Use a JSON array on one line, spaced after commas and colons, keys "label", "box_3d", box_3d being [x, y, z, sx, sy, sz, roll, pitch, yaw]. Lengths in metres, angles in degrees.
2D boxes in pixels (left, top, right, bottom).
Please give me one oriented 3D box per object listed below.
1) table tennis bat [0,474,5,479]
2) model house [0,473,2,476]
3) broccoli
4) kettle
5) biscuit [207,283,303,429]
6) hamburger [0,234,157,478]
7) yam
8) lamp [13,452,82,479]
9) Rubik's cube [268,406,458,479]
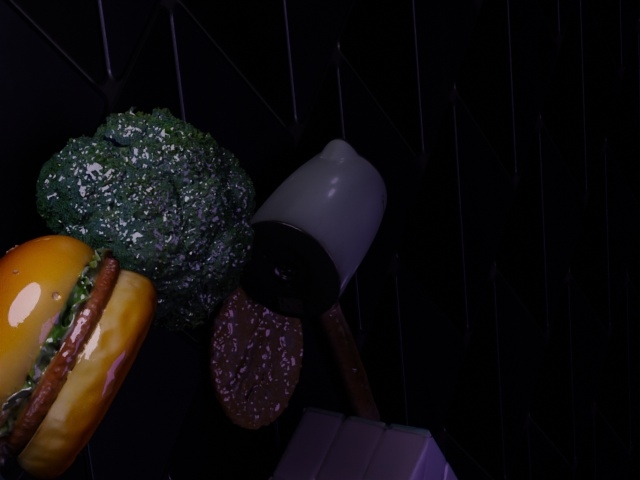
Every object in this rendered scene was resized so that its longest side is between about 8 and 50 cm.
[{"label": "table tennis bat", "box_3d": [-0.309, 0.288, 1.130, 0.201, 0.033, 0.124, 46, 44, -33]}, {"label": "model house", "box_3d": [-0.405, 0.235, 1.138, 0.219, 0.136, 0.207, 11, 86, -56]}, {"label": "broccoli", "box_3d": [-0.199, -0.031, 1.362, 0.270, 0.270, 0.270, -92, 171, -66]}, {"label": "kettle", "box_3d": [0.000, 0.000, 1.704, 0.236, 0.161, 0.221, -57, 145, -48]}, {"label": "biscuit", "box_3d": [-0.090, 0.159, 1.697, 0.220, 0.033, 0.219, -5, 96, -55]}, {"label": "hamburger", "box_3d": [-0.279, 0.107, 1.175, 0.170, 0.246, 0.246, 32, 61, -10]}, {"label": "yam", "box_3d": [0.043, 0.196, 1.891, 0.046, 0.046, 0.264, -51, 133, -41]}, {"label": "lamp", "box_3d": [-0.324, 0.257, 1.348, 0.121, 0.054, 0.041, -40, 126, -38]}, {"label": "Rubik's cube", "box_3d": [0.066, 0.414, 1.791, 0.221, 0.225, 0.231, -62, 140, -31]}]
